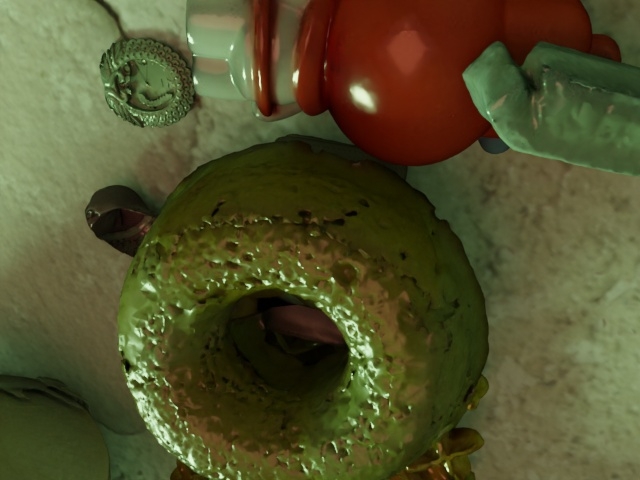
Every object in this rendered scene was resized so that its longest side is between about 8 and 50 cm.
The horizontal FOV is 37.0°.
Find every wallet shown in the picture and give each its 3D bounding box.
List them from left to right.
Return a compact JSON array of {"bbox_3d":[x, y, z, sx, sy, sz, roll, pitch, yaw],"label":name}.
[{"bbox_3d":[0.000,0.000,0.729,0.118,0.039,0.153,14,96,18],"label":"wallet"}]

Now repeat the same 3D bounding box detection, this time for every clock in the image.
[{"bbox_3d":[-0.137,-0.124,0.759,0.083,0.010,0.074,1,117,20],"label":"clock"}]

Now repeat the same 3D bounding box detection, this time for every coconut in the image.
[{"bbox_3d":[-0.344,0.262,0.889,0.322,0.323,0.323,9,120,16],"label":"coconut"}]

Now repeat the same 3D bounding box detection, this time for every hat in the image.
[{"bbox_3d":[-0.158,-0.020,0.812,0.087,0.042,0.058,13,137,-26],"label":"hat"}]

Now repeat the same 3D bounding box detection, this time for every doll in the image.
[{"bbox_3d":[0.062,-0.118,0.613,0.290,0.130,0.161,5,141,2],"label":"doll"}]

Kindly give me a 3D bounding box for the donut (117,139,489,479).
[{"bbox_3d":[-0.024,0.067,0.661,0.272,0.107,0.272,9,116,18],"label":"donut"}]

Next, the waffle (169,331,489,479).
[{"bbox_3d":[-0.002,0.140,0.821,0.292,0.069,0.260,18,118,12],"label":"waffle"}]

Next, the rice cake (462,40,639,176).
[{"bbox_3d":[0.245,-0.052,0.556,0.336,0.066,0.063,14,115,-11],"label":"rice cake"}]
